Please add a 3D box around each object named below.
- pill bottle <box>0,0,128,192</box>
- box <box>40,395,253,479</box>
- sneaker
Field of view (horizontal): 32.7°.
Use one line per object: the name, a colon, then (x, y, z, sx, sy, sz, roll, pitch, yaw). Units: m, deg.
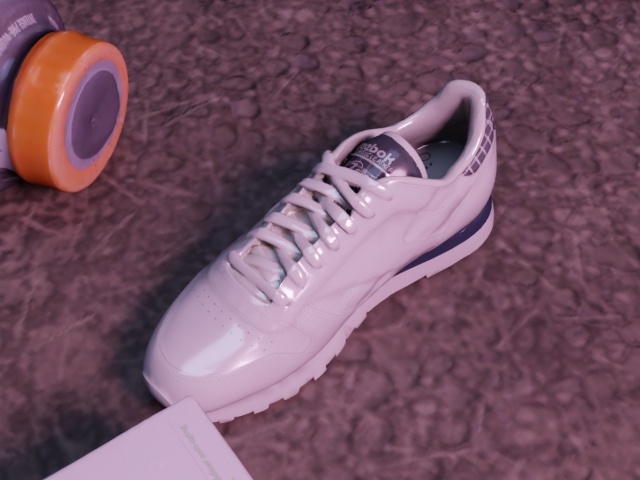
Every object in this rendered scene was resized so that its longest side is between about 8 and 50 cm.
pill bottle: (-0.237, -0.102, 0.627, 0.245, 0.130, 0.130, 18, 56, 13)
box: (-0.070, 0.145, 0.473, 0.102, 0.087, 0.101, -29, 59, -19)
sneaker: (0.000, 0.000, 0.576, 0.235, 0.095, 0.090, -38, 64, -22)
